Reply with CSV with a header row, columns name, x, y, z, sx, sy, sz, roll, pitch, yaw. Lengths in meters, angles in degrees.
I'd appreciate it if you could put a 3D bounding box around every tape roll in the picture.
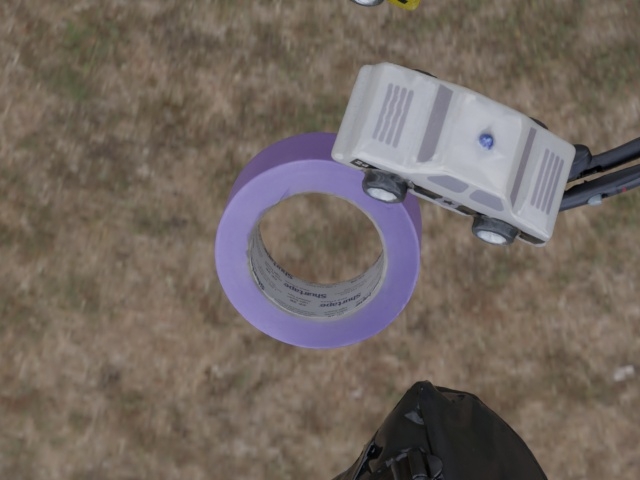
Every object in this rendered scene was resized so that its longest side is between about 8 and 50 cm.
name,x,y,z,sx,sy,sz,roll,pitch,yaw
tape roll,0.000,0.000,1.517,0.189,0.080,0.189,2,114,4

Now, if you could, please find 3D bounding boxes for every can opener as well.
name,x,y,z,sx,sy,sz,roll,pitch,yaw
can opener,0.283,-0.068,1.581,0.186,0.073,0.059,-13,78,-3

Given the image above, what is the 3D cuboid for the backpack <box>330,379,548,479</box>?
name,x,y,z,sx,sy,sz,roll,pitch,yaw
backpack,0.055,0.324,1.287,0.273,0.290,0.355,22,131,-41

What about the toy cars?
name,x,y,z,sx,sy,sz,roll,pitch,yaw
toy cars,0.062,-0.159,1.213,0.176,0.087,0.393,-30,91,-21
